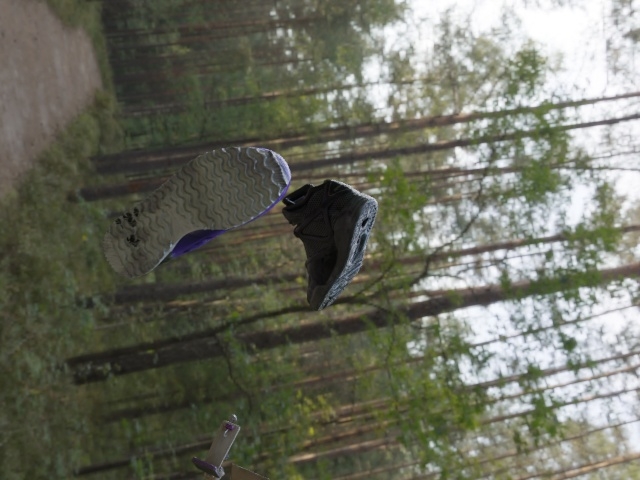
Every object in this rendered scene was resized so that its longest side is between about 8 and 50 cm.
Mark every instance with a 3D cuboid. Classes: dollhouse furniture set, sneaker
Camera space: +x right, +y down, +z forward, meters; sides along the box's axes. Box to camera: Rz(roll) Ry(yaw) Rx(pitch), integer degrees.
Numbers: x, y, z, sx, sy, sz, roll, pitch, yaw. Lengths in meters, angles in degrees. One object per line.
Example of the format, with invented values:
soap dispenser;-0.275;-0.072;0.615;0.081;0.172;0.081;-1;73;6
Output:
dollhouse furniture set;-0.098;0.293;0.984;0.091;0.114;0.081;82;31;-57
sneaker;0.000;0.000;1.114;0.130;0.087;0.228;35;-45;24
sneaker;-0.155;-0.053;1.001;0.102;0.293;0.146;64;25;-3
